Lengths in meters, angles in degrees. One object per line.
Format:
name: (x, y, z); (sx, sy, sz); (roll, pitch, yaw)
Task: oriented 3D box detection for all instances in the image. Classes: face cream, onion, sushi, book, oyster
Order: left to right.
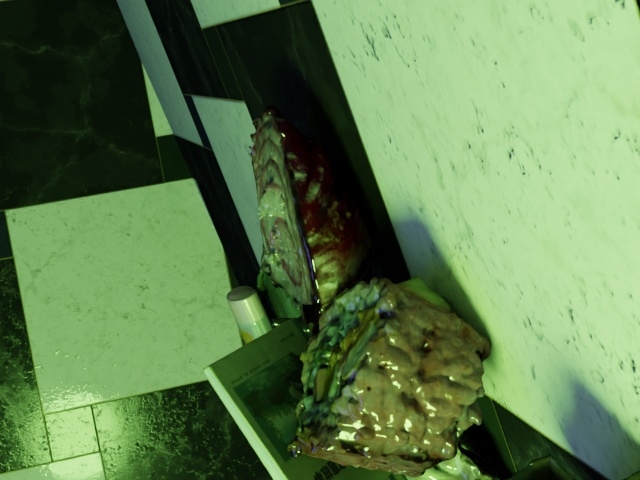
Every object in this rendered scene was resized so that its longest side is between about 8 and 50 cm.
face cream: (-0.106, 0.178, 1.755); (0.084, 0.057, 0.198); (16, 132, 64)
book: (-0.009, 0.242, 1.240); (0.283, 0.025, 0.215); (54, -148, 6)
onion: (-0.005, -0.038, 1.350); (0.314, 0.146, 0.280); (-120, 24, -60)
sushi: (0.082, 0.153, 1.135); (0.270, 0.170, 0.237); (137, 151, -68)
oyster: (0.159, 0.285, 1.314); (0.271, 0.100, 0.275); (64, 150, 8)

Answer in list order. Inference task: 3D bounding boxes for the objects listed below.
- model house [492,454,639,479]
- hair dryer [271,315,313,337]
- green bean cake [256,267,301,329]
model house: (0.219, 0.326, 0.845); (0.204, 0.211, 0.243); (-124, 15, -46)
hair dryer: (0.035, 0.125, 1.359); (0.173, 0.194, 0.050); (167, 108, -77)
green bean cake: (-0.008, 0.138, 1.705); (0.241, 0.132, 0.255); (61, 166, 20)
